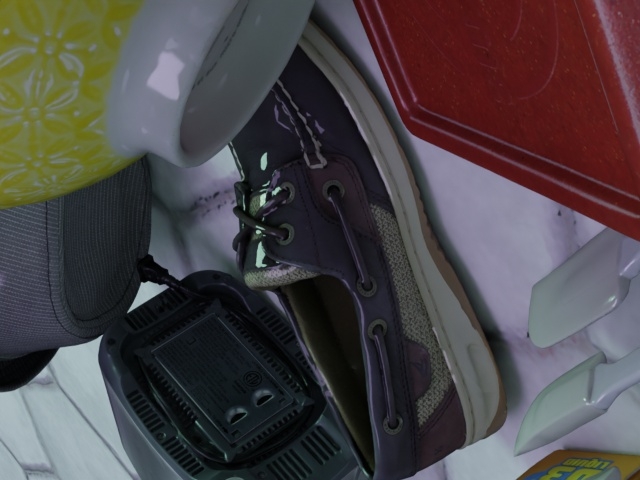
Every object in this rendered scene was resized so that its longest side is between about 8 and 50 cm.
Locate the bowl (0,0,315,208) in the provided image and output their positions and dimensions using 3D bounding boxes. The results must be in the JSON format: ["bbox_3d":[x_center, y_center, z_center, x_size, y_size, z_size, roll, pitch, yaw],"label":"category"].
[{"bbox_3d":[-0.093,-0.119,0.539,0.156,0.289,0.289,32,146,10],"label":"bowl"}]

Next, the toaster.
[{"bbox_3d":[-0.068,0.129,0.872,0.227,0.129,0.146,43,151,27],"label":"toaster"}]

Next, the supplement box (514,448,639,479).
[{"bbox_3d":[0.171,0.226,0.652,0.078,0.080,0.233,-7,114,58],"label":"supplement box"}]

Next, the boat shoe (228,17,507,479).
[{"bbox_3d":[0.000,0.000,0.673,0.285,0.092,0.103,62,153,-7],"label":"boat shoe"}]

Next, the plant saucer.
[{"bbox_3d":[0.053,-0.116,0.431,0.258,0.047,0.259,65,168,-23],"label":"plant saucer"}]

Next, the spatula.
[{"bbox_3d":[0.135,0.045,0.476,0.019,0.168,0.242,23,149,-12],"label":"spatula"}]

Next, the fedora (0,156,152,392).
[{"bbox_3d":[-0.201,-0.033,0.873,0.124,0.243,0.276,-5,83,23],"label":"fedora"}]
